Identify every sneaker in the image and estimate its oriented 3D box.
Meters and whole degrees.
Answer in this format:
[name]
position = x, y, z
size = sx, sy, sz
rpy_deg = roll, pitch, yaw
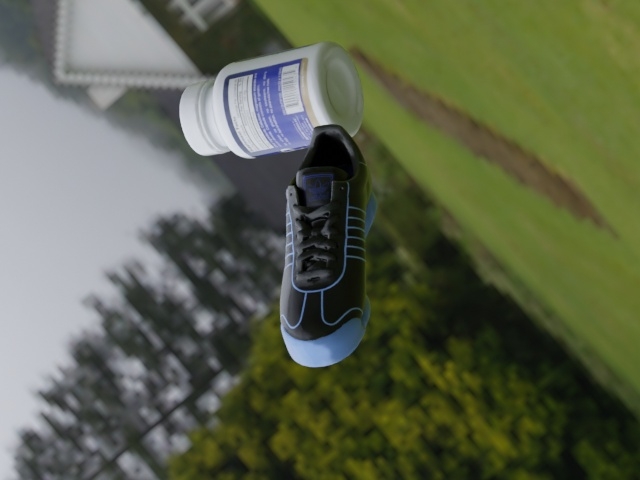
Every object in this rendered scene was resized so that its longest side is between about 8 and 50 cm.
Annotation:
[sneaker]
position = 0.000, 0.000, 1.658
size = 0.232, 0.081, 0.090
rpy_deg = -83, -21, -46

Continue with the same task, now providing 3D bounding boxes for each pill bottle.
[pill bottle]
position = -0.057, -0.151, 2.168
size = 0.112, 0.187, 0.112
rpy_deg = 26, -121, -56
